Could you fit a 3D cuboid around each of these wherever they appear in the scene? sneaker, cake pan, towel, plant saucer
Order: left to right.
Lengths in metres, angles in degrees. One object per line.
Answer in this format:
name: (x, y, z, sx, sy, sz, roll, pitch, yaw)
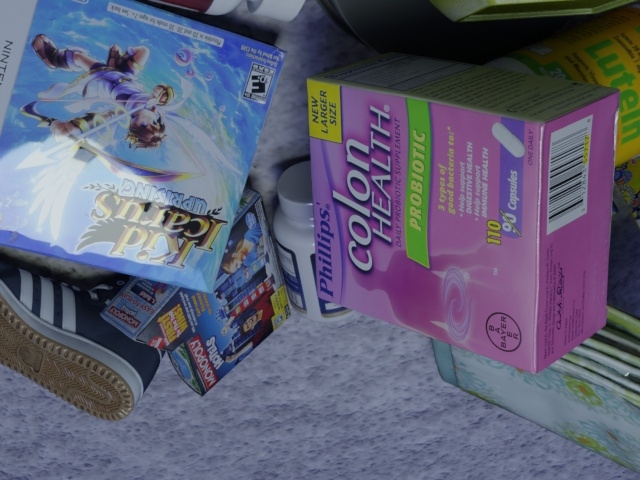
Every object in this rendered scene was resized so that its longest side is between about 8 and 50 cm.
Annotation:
sneaker: (-0.291, 0.069, 1.227, 0.282, 0.153, 0.099, 33, 128, 2)
cake pan: (0.128, -0.270, 1.001, 0.293, 0.054, 0.293, -5, 133, -5)
plant saucer: (0.184, -0.209, 0.908, 0.188, 0.188, 0.045, -4, 96, -6)
towel: (0.271, 0.147, 1.205, 0.320, 0.090, 0.374, 28, 165, 20)

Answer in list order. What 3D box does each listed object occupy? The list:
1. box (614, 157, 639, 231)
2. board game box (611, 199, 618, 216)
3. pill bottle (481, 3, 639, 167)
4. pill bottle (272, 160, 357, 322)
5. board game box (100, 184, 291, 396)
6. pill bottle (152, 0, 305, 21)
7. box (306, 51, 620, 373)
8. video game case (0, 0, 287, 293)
box: (0.459, 0.011, 1.165, 0.177, 0.279, 0.290, -32, 129, 19)
board game box: (0.201, -0.031, 1.208, 0.160, 0.047, 0.210, -40, 140, 25)
pill bottle: (0.272, -0.141, 1.052, 0.245, 0.136, 0.136, -24, 137, -20)
pill bottle: (0.000, 0.000, 1.201, 0.094, 0.094, 0.169, -10, 134, 0)
board game box: (-0.131, 0.064, 1.188, 0.194, 0.060, 0.194, -40, 141, -27)
pill bottle: (-0.118, -0.255, 0.925, 0.221, 0.121, 0.121, 11, 130, -19)
box: (0.117, -0.034, 0.966, 0.117, 0.243, 0.213, -24, 121, -41)
video game case: (-0.193, -0.098, 1.027, 0.269, 0.061, 0.244, 14, 101, -22)
